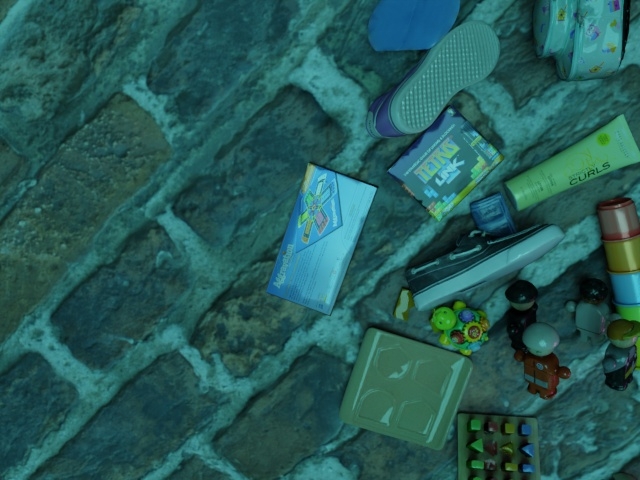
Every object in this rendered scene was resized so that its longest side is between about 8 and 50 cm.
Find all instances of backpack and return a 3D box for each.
[{"bbox_3d":[0.428,-0.356,0.971,0.144,0.166,0.189,-9,99,10],"label":"backpack"}]

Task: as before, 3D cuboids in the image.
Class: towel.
[{"bbox_3d":[0.335,-0.027,1.130,0.067,0.029,0.120,-22,100,12],"label":"towel"}]

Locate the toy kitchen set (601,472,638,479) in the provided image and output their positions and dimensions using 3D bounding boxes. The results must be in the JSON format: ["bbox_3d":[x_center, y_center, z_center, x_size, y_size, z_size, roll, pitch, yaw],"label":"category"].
[{"bbox_3d":[0.592,0.602,1.198,0.207,0.122,0.166,-31,98,13],"label":"toy kitchen set"}]

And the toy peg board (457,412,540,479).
[{"bbox_3d":[0.357,0.428,1.169,0.160,0.079,0.161,2,69,7],"label":"toy peg board"}]

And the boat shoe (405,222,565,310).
[{"bbox_3d":[0.293,0.028,1.096,0.301,0.108,0.102,-31,69,29],"label":"boat shoe"}]

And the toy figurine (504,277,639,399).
[{"bbox_3d":[0.448,0.164,1.066,0.209,0.213,0.148,-7,116,9],"label":"toy figurine"}]

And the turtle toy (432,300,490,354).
[{"bbox_3d":[0.273,0.168,1.146,0.130,0.066,0.095,25,87,-11],"label":"turtle toy"}]

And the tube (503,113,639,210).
[{"bbox_3d":[0.457,-0.134,1.078,0.240,0.062,0.070,-26,139,7],"label":"tube"}]

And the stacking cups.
[{"bbox_3d":[0.582,0.077,1.104,0.095,0.096,0.317,-15,96,10],"label":"stacking cups"}]

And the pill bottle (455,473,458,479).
[{"bbox_3d":[0.362,0.530,1.228,0.152,0.086,0.086,31,105,-1],"label":"pill bottle"}]

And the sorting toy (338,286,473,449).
[{"bbox_3d":[0.189,0.261,1.216,0.228,0.041,0.308,18,98,0],"label":"sorting toy"}]

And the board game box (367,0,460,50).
[{"bbox_3d":[0.166,-0.382,1.037,0.168,0.033,0.133,9,75,33],"label":"board game box"}]

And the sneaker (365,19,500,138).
[{"bbox_3d":[0.186,-0.283,1.054,0.282,0.161,0.102,-41,104,-19],"label":"sneaker"}]

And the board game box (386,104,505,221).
[{"bbox_3d":[0.232,-0.144,1.106,0.141,0.048,0.170,42,104,-5],"label":"board game box"}]

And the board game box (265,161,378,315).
[{"bbox_3d":[0.000,0.000,1.180,0.145,0.027,0.282,20,105,1],"label":"board game box"}]
